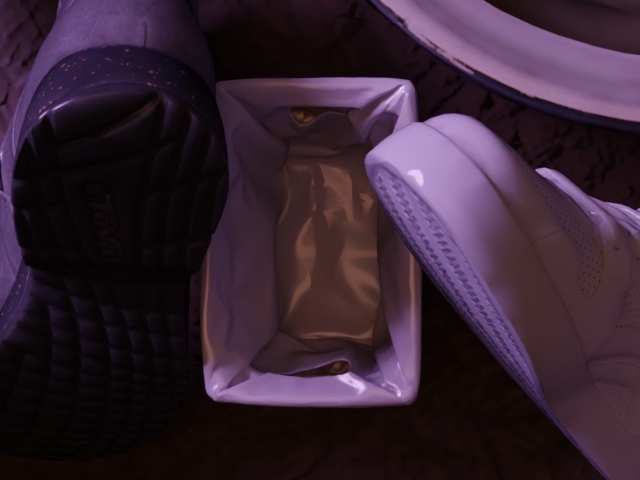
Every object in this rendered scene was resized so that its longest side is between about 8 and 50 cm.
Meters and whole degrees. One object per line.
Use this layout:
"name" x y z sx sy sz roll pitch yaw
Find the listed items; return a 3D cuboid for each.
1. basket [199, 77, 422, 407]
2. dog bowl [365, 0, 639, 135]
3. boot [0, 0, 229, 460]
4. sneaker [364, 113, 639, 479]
"basket" 0.000 0.000 0.533 0.113 0.103 0.167 0 92 7
"dog bowl" 0.172 -0.250 0.483 0.408 0.150 0.408 0 91 7
"boot" -0.120 -0.036 0.532 0.118 0.338 0.222 11 48 -23
"sneaker" 0.146 -0.001 0.455 0.169 0.292 0.108 -42 47 2
